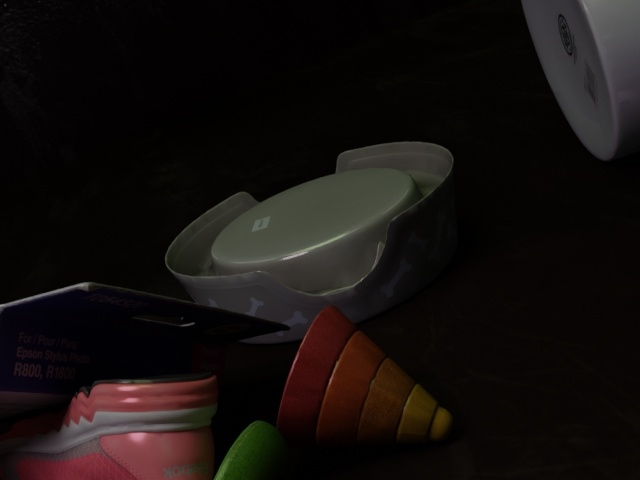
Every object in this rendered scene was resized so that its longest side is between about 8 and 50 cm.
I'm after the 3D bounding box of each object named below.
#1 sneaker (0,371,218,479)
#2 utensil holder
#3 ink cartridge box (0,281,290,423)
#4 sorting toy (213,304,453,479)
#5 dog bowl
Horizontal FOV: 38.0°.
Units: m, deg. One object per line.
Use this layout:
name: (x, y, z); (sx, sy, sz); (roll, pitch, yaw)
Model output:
sneaker: (-0.178, 0.196, 0.727); (0.116, 0.136, 0.314); (1, -19, -35)
utensil holder: (0.465, -0.304, 1.101); (0.386, 0.327, 0.327); (-21, 19, 5)
ink cartridge box: (-0.235, 0.121, 0.804); (0.330, 0.071, 0.324); (-13, -15, 22)
sorting toy: (-0.001, 0.187, 0.635); (0.126, 0.127, 0.365); (18, 35, 14)
dog bowl: (0.000, 0.000, 1.086); (0.349, 0.102, 0.349); (-19, 19, 6)
